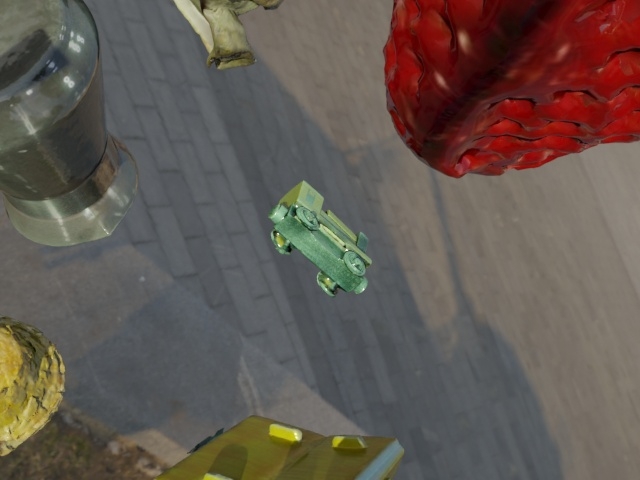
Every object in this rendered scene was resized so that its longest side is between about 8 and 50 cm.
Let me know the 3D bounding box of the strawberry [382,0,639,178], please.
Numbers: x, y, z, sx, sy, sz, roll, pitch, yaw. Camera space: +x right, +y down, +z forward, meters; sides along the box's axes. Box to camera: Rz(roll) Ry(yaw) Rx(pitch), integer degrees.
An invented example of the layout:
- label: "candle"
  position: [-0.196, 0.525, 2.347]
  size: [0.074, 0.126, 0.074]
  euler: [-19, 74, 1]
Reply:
- label: "strawberry"
  position: [0.179, -0.192, 0.573]
  size: [0.318, 0.345, 0.295]
  euler: [-23, 76, -42]

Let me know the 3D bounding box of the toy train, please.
- label: "toy train"
  position: [0.000, 0.000, 0.781]
  size: [0.122, 0.050, 0.081]
  euler: [42, 28, -18]

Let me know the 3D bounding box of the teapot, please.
- label: "teapot"
  position: [-0.385, -0.165, 1.010]
  size: [0.300, 0.253, 0.344]
  euler: [45, -17, 20]

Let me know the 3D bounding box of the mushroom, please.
- label: "mushroom"
  position: [-0.146, -0.416, 1.139]
  size: [0.292, 0.212, 0.217]
  euler: [66, -17, 11]

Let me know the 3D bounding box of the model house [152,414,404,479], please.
- label: "model house"
  position: [-0.011, 0.326, 0.768]
  size: [0.340, 0.324, 0.300]
  euler: [54, 35, 8]

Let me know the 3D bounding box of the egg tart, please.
- label: "egg tart"
  position: [-0.591, 0.234, 1.372]
  size: [0.295, 0.116, 0.294]
  euler: [8, 56, -11]
